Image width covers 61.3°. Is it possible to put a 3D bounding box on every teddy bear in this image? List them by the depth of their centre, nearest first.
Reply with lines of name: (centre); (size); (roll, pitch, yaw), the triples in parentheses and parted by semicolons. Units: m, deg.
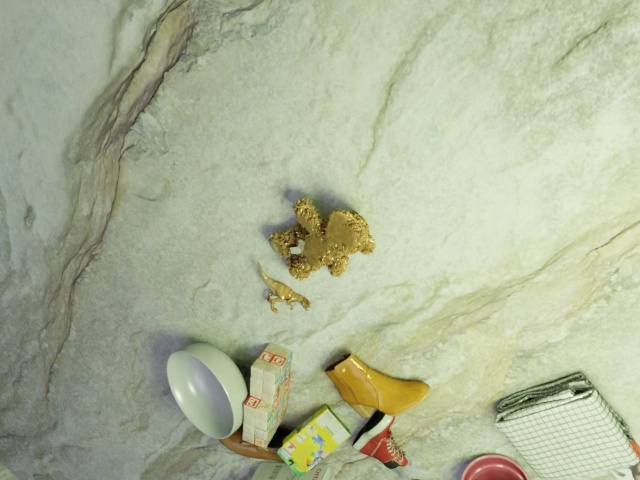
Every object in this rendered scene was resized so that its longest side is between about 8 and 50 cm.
teddy bear: (0.000, 0.000, 1.469); (0.245, 0.113, 0.338); (46, 133, 4)

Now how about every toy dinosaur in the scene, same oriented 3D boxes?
toy dinosaur: (-0.127, 0.152, 1.633); (0.212, 0.064, 0.112); (34, 108, -7)

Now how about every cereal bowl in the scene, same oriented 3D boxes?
cereal bowl: (-0.365, 0.492, 1.844); (0.339, 0.141, 0.338); (18, 122, 33)

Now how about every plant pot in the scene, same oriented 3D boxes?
plant pot: (0.531, 0.772, 1.602); (0.201, 0.201, 0.180); (-4, 131, 26)

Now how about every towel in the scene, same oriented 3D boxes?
towel: (0.646, 0.493, 1.433); (0.284, 0.121, 0.235); (-35, 96, 34)

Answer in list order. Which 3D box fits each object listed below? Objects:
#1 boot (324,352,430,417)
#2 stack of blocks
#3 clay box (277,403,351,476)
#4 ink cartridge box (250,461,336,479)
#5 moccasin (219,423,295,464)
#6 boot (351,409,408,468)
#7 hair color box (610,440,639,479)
boot: (0.158, 0.421, 1.617); (0.295, 0.104, 0.211); (-29, 103, 38)
stack of blocks: (-0.175, 0.510, 1.773); (0.087, 0.171, 0.297); (16, 122, 15)
clay box: (-0.025, 0.665, 1.795); (0.222, 0.053, 0.127); (-39, 98, 1)
ink cartridge box: (-0.117, 0.931, 1.946); (0.308, 0.223, 0.129); (-11, 112, 29)
moccasin: (-0.185, 0.695, 1.899); (0.380, 0.139, 0.146); (13, 120, 17)
boot: (0.224, 0.637, 1.720); (0.176, 0.088, 0.244); (31, 133, 6)
hair color box: (0.827, 0.598, 1.447); (0.093, 0.053, 0.167); (-37, 99, 34)
